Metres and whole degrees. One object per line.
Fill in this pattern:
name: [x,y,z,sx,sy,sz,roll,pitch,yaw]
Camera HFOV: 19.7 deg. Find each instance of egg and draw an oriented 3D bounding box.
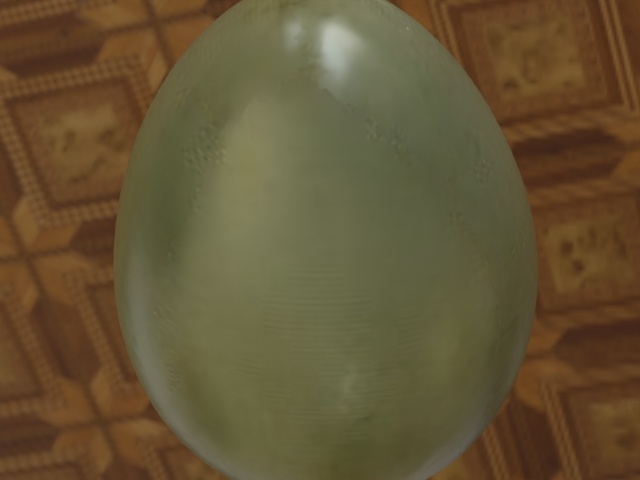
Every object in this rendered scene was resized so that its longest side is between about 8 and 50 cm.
egg: [0.000,0.000,0.939,0.218,0.218,0.295,0,132,10]
